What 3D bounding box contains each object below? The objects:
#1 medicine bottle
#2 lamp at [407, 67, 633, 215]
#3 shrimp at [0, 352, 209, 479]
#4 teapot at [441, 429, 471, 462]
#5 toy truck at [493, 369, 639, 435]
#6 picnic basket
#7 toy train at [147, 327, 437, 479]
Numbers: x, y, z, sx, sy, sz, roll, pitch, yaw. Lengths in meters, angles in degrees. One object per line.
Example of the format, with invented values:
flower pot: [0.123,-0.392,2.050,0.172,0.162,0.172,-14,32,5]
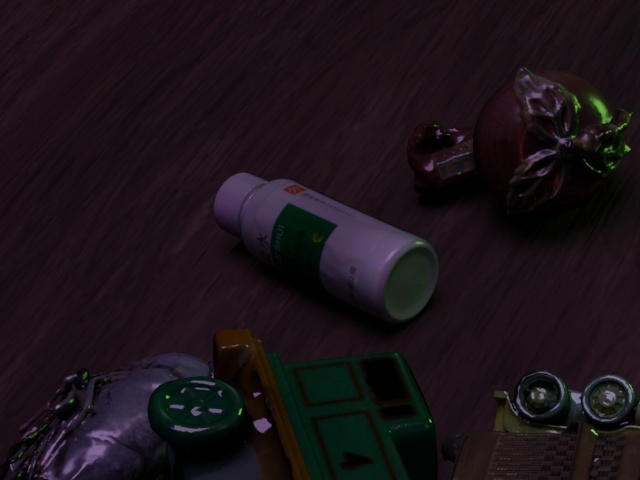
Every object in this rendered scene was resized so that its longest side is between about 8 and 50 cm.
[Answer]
medicine bottle: [0.000,0.000,1.984,0.095,0.095,0.260,-35,42,-28]
lamp: [0.213,-0.092,2.022,0.215,0.151,0.223,-15,-8,-13]
shrimp: [-0.227,0.199,1.763,0.145,0.116,0.343,18,38,35]
teapot: [0.134,0.193,1.625,0.043,0.042,0.110,-20,24,-11]
toy truck: [0.279,0.195,1.640,0.260,0.128,0.135,1,68,20]
picnic basket: [0.186,0.271,1.424,0.139,0.266,0.165,-3,40,24]
toy train: [-0.006,0.232,1.618,0.249,0.178,0.429,-7,34,-12]
